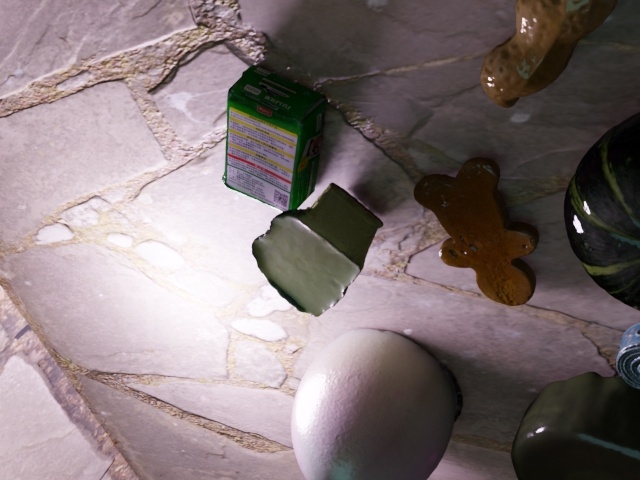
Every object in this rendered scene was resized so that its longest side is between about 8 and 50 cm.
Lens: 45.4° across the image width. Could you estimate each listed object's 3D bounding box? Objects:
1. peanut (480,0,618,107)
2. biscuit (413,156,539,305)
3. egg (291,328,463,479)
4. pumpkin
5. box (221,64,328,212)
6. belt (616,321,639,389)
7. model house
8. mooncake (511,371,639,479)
[{"bbox_3d":[0.315,-0.289,1.076,0.117,0.101,0.263,54,144,21],"label":"peanut"},{"bbox_3d":[0.292,-0.009,1.362,0.197,0.049,0.301,-13,117,45],"label":"biscuit"},{"bbox_3d":[0.089,0.416,1.645,0.354,0.340,0.354,18,132,21],"label":"egg"},{"bbox_3d":[0.504,-0.039,1.052,0.323,0.241,0.323,23,140,21],"label":"pumpkin"},{"bbox_3d":[-0.092,-0.182,1.434,0.180,0.103,0.250,26,137,14],"label":"box"},{"bbox_3d":[0.600,0.208,1.316,0.163,0.082,0.147,-21,116,44],"label":"belt"},{"bbox_3d":[0.000,0.000,1.459,0.195,0.189,0.214,37,138,1],"label":"model house"},{"bbox_3d":[0.548,0.417,1.447,0.356,0.194,0.356,20,133,24],"label":"mooncake"}]
